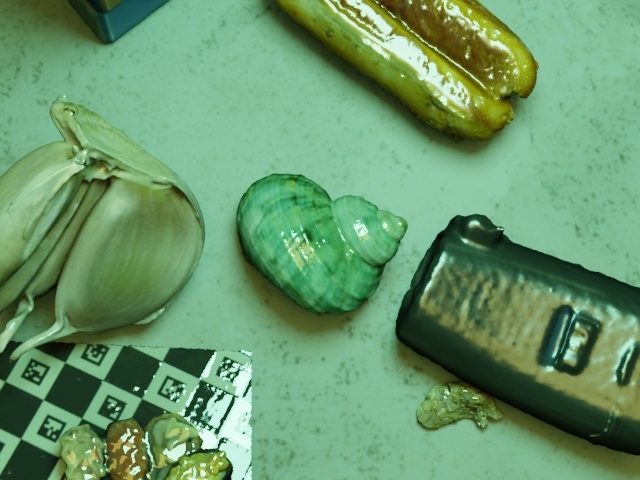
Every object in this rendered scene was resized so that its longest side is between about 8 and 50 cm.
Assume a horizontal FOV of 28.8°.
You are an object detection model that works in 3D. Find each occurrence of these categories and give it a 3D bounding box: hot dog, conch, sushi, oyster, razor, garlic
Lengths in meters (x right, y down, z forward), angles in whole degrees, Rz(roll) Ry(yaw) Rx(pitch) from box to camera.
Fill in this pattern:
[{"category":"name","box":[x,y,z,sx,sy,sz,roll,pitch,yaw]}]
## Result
[{"category":"hot dog","box":[0.094,-0.255,1.470,0.348,0.117,0.158,38,83,0]},{"category":"conch","box":[-0.003,-0.002,1.416,0.188,0.122,0.176,7,55,-7]},{"category":"sushi","box":[-0.219,0.225,1.360,0.289,0.050,0.264,1,65,-4]},{"category":"oyster","box":[0.160,0.196,1.433,0.083,0.038,0.081,-41,87,-11]},{"category":"razor","box":[0.258,0.104,1.421,0.326,0.107,0.189,25,80,1]},{"category":"garlic","box":[-0.255,-0.004,1.347,0.210,0.237,0.292,34,116,11]}]

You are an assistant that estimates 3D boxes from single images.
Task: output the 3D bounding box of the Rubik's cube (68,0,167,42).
[{"category":"Rubik's cube","box":[-0.224,-0.488,1.370,0.344,0.346,0.347,-38,84,-9]}]
